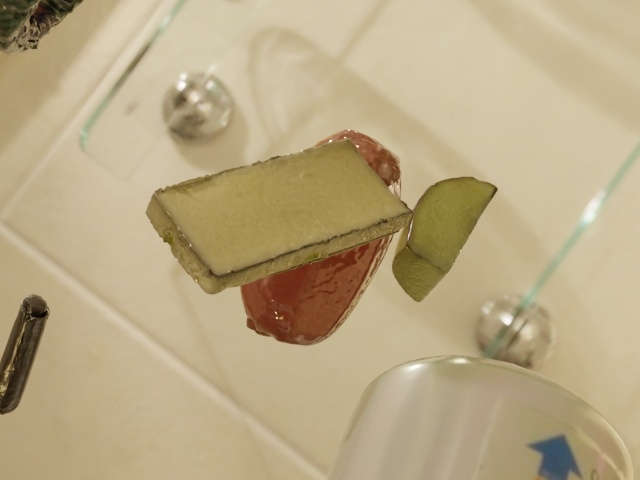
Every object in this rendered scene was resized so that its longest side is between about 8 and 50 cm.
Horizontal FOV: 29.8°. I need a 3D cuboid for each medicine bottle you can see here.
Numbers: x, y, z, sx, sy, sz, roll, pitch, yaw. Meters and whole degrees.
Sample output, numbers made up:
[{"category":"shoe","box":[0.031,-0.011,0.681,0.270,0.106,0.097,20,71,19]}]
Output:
[{"category":"medicine bottle","box":[0.056,0.216,0.615,0.170,0.170,0.293,111,-178,-51]}]

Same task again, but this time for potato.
[{"category":"potato","box":[0.140,-0.011,1.508,0.149,0.081,0.120,-56,1,-28]}]

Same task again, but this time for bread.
[{"category":"bread","box":[-0.021,-0.015,0.682,0.153,0.068,0.028,-19,-29,-40]}]

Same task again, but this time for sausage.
[{"category":"sausage","box":[0.000,0.000,1.273,0.254,0.148,0.148,-61,-13,15]}]

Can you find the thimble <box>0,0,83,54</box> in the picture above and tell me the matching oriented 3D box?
[{"category":"thimble","box":[-0.174,-0.178,0.707,0.118,0.090,0.135,-48,7,-17]}]

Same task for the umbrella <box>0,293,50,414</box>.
[{"category":"umbrella","box":[-0.281,0.105,1.121,0.031,0.036,0.133,-1,-52,-39]}]
